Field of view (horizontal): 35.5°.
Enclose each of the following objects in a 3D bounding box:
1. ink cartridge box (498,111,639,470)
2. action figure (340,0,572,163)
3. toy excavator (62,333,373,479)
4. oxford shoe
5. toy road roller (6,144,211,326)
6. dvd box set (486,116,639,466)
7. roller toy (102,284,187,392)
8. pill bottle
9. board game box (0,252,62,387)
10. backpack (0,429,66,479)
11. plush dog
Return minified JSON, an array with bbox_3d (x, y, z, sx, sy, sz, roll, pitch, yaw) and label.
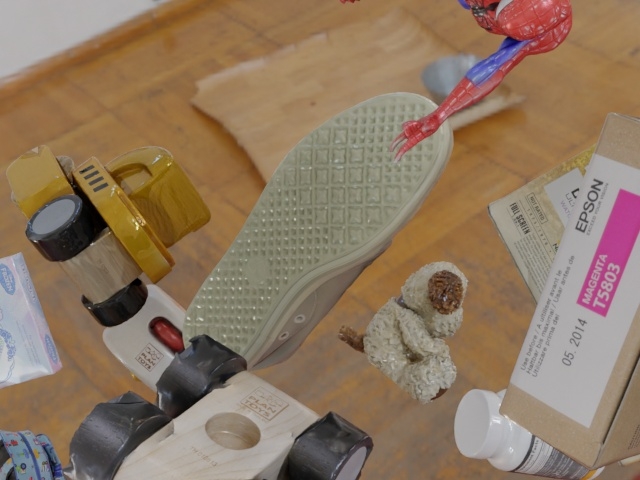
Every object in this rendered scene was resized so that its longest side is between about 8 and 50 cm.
[{"bbox_3d":[0.248,0.036,0.738,0.088,0.235,0.193,28,16,39],"label":"ink cartridge box"},{"bbox_3d":[0.063,-0.147,0.619,0.139,0.091,0.280,-33,23,5],"label":"action figure"},{"bbox_3d":[-0.108,0.337,1.133,0.222,0.445,0.433,29,28,18],"label":"toy excavator"},{"bbox_3d":[0.000,0.000,1.210,0.130,0.449,0.169,6,42,-51],"label":"oxford shoe"},{"bbox_3d":[-0.321,-0.046,1.553,0.240,0.202,0.329,-36,37,-8],"label":"toy road roller"},{"bbox_3d":[0.394,0.004,0.934,0.062,0.420,0.308,-16,76,-51],"label":"dvd box set"},{"bbox_3d":[-0.277,0.185,1.743,0.146,0.209,0.191,-48,45,-7],"label":"roller toy"},{"bbox_3d":[0.414,0.377,1.958,0.278,0.162,0.162,13,35,-20],"label":"pill bottle"},{"bbox_3d":[-0.244,0.064,0.725,0.090,0.090,0.020,-16,7,12],"label":"board game box"},{"bbox_3d":[-0.502,0.397,1.706,0.117,0.173,0.158,-14,43,-30],"label":"backpack"},{"bbox_3d":[0.175,0.136,1.775,0.210,0.262,0.225,34,94,3],"label":"plush dog"}]
